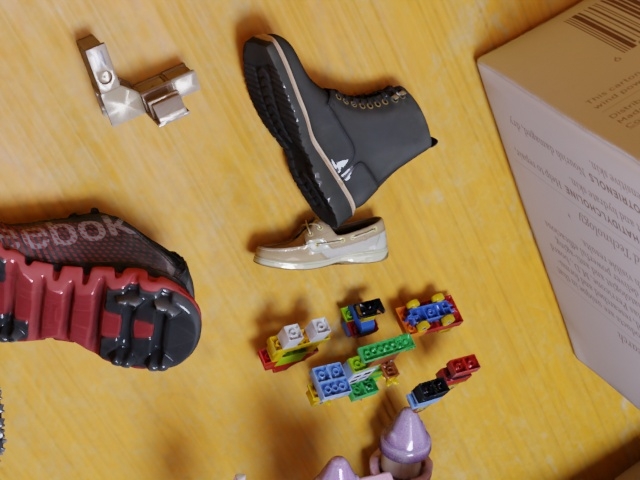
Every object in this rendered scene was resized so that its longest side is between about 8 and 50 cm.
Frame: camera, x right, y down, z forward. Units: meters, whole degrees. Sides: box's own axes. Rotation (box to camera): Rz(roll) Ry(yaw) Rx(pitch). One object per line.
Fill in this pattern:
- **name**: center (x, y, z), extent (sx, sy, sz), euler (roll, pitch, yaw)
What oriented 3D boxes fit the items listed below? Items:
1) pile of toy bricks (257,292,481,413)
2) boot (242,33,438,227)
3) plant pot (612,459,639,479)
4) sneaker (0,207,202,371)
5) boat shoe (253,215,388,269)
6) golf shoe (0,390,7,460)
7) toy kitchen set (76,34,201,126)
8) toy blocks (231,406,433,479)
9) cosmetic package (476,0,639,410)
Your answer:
- **pile of toy bricks**: center (0.045, 0.127, 1.470), extent (0.212, 0.118, 0.105), euler (-11, 156, -31)
- **boot**: center (0.020, -0.128, 1.358), extent (0.137, 0.077, 0.198), euler (-37, 128, -17)
- **plant pot**: center (0.378, 0.379, 1.629), extent (0.280, 0.323, 0.323), euler (-46, 124, -19)
- **sneaker**: center (-0.233, 0.028, 1.290), extent (0.276, 0.135, 0.098), euler (12, 121, -5)
- **boat shoe**: center (0.000, 0.000, 1.413), extent (0.135, 0.050, 0.045), euler (-6, 104, -26)
- **golf shoe**: center (-0.342, 0.202, 1.330), extent (0.094, 0.077, 0.198), euler (15, 105, -29)
- **toy kitchen set**: center (-0.148, -0.142, 1.266), extent (0.083, 0.068, 0.075), euler (-25, 120, -13)
- **toy blocks**: center (0.034, 0.302, 1.396), extent (0.288, 0.309, 0.260), euler (-11, 127, -20)
- **cosmetic package**: center (0.407, -0.038, 1.413), extent (0.329, 0.327, 0.394), euler (-31, 122, -10)
